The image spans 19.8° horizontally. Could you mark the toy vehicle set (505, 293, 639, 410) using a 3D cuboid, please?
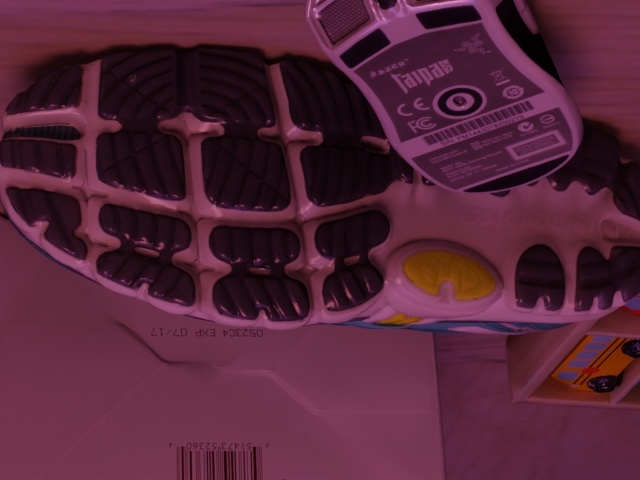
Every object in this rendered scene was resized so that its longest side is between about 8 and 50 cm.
[{"bbox_3d":[0.205,0.015,0.839,0.166,0.035,0.267,4,153,-13],"label":"toy vehicle set"}]

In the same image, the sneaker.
[{"bbox_3d":[0.000,0.000,0.729,0.275,0.107,0.110,10,159,-24],"label":"sneaker"}]

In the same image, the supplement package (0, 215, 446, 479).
[{"bbox_3d":[-0.057,0.101,0.863,0.194,0.149,0.203,1,152,-7],"label":"supplement package"}]

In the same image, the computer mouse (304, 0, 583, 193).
[{"bbox_3d":[0.031,-0.080,0.633,0.106,0.042,0.193,-18,143,20],"label":"computer mouse"}]
